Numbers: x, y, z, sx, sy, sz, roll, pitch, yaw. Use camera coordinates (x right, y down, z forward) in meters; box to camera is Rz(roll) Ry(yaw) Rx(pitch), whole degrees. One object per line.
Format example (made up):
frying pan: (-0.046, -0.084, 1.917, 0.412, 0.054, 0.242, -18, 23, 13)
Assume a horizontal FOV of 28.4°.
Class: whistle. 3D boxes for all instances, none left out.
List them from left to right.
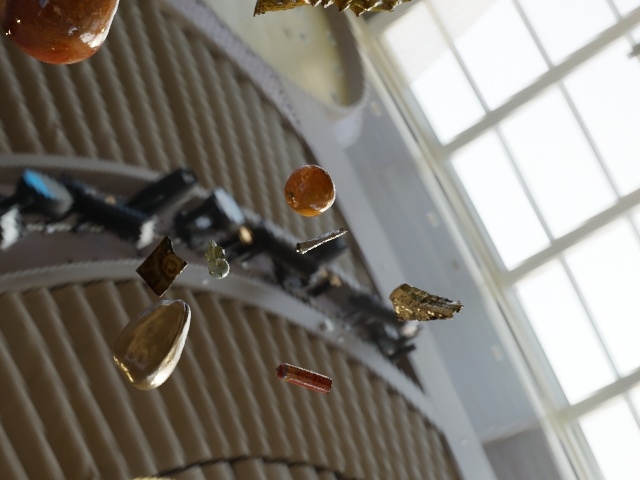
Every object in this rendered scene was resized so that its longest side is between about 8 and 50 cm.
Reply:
whistle: (-0.175, 0.032, 2.119, 0.035, 0.035, 0.100, 47, -167, -35)

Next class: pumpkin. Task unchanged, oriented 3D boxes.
pumpkin: (-0.299, 0.050, 2.355, 0.073, 0.035, 0.101, 53, -127, -15)

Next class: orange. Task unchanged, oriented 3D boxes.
orange: (-0.018, -0.080, 2.015, 0.083, 0.083, 0.083, 49, -157, -30)

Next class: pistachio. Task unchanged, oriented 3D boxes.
pistachio: (-0.282, 0.171, 2.152, 0.108, 0.126, 0.185, 43, -136, -21)

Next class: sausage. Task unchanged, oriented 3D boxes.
sausage: (-0.036, 0.267, 2.465, 0.129, 0.034, 0.034, 23, -141, -33)

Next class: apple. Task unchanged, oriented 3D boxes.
apple: (-0.503, -0.465, 2.396, 0.253, 0.253, 0.253, 49, -157, -30)

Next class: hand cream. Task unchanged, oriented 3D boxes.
hand cream: (0.000, 0.000, 2.006, 0.030, 0.093, 0.019, -4, 105, 65)

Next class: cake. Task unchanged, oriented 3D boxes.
cake: (0.179, 0.116, 2.102, 0.051, 0.140, 0.055, -34, -56, -34)

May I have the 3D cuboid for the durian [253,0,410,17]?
durian: (0.045, -0.427, 1.814, 0.185, 0.305, 0.196, 56, 163, 17)
